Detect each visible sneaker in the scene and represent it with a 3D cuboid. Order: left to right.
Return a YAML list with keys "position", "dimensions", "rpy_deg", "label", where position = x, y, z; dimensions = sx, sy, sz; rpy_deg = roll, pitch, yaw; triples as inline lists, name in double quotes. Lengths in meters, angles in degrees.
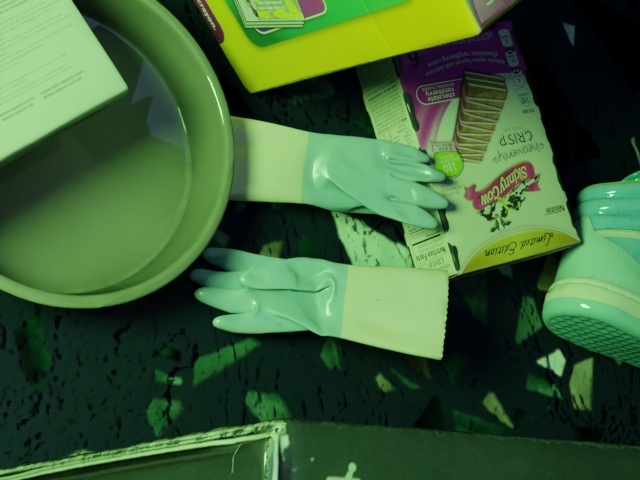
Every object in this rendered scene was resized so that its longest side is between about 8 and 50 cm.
- position: [0.383, 0.038, 1.396]
  dimensions: [0.319, 0.127, 0.208]
  rpy_deg: [24, 67, -25]
  label: "sneaker"

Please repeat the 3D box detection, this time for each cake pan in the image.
- position: [-0.211, -0.084, 1.104]
  dimensions: [0.293, 0.054, 0.293]
  rpy_deg: [9, 72, -30]
  label: "cake pan"

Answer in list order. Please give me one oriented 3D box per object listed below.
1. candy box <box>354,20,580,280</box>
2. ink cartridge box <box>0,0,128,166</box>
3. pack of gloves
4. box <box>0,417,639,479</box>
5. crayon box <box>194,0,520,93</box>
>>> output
- position: [0.142, -0.086, 1.311]
  dimensions: [0.159, 0.071, 0.233]
  rpy_deg: [-14, 85, -32]
  label: "candy box"
- position: [-0.292, -0.154, 1.013]
  dimensions: [0.223, 0.045, 0.224]
  rpy_deg: [-35, 95, -33]
  label: "ink cartridge box"
- position: [0.000, 0.000, 1.208]
  dimensions: [0.232, 0.046, 0.195]
  rpy_deg: [8, 74, -8]
  label: "pack of gloves"
- position: [0.061, 0.295, 0.919]
  dimensions: [0.480, 0.472, 0.297]
  rpy_deg: [9, 72, -29]
  label: "box"
- position: [-0.028, -0.318, 1.089]
  dimensions: [0.106, 0.313, 0.363]
  rpy_deg: [-41, 110, -32]
  label: "crayon box"
